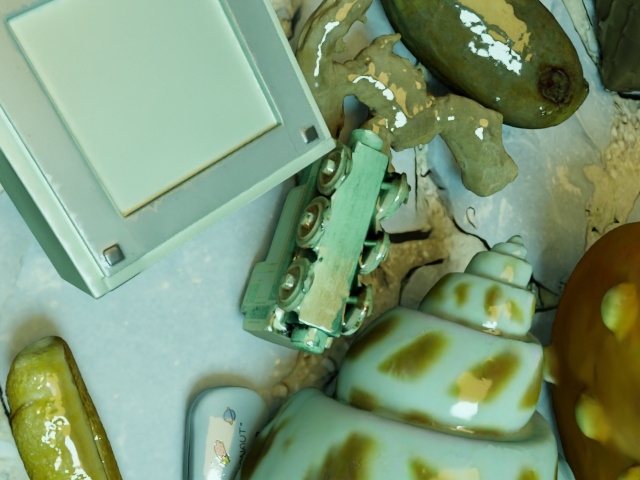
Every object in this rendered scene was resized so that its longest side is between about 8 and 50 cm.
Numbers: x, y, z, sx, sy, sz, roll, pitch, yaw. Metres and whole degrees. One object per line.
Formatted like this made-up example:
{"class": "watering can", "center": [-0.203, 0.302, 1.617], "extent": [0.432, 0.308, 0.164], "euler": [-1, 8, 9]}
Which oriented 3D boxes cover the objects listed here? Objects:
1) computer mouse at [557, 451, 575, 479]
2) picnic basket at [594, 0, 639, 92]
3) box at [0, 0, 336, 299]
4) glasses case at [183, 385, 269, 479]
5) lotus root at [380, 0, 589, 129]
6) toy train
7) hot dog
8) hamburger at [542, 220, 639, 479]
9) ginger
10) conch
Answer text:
{"class": "computer mouse", "center": [0.182, 0.301, 0.662], "extent": [0.079, 0.128, 0.231], "euler": [19, 78, -16]}
{"class": "picnic basket", "center": [0.491, -0.289, 0.773], "extent": [0.321, 0.291, 0.254], "euler": [-3, 86, -16]}
{"class": "box", "center": [-0.140, -0.117, 0.535], "extent": [0.225, 0.117, 0.225], "euler": [-35, 112, -24]}
{"class": "glasses case", "center": [-0.078, 0.211, 0.594], "extent": [0.067, 0.045, 0.179], "euler": [4, 83, -27]}
{"class": "lotus root", "center": [0.159, -0.198, 0.699], "extent": [0.241, 0.123, 0.124], "euler": [41, 33, -16]}
{"class": "toy train", "center": [0.000, 0.000, 0.610], "extent": [0.080, 0.125, 0.194], "euler": [26, 71, -28]}
{"class": "hot dog", "center": [-0.169, 0.211, 0.534], "extent": [0.061, 0.088, 0.286], "euler": [-21, 91, -20]}
{"class": "hamburger", "center": [0.366, 0.163, 0.625], "extent": [0.277, 0.396, 0.396], "euler": [-8, 88, -9]}
{"class": "ginger", "center": [0.072, -0.108, 0.674], "extent": [0.258, 0.065, 0.149], "euler": [37, 107, -24]}
{"class": "conch", "center": [0.073, 0.174, 0.580], "extent": [0.249, 0.197, 0.368], "euler": [22, 64, -20]}
